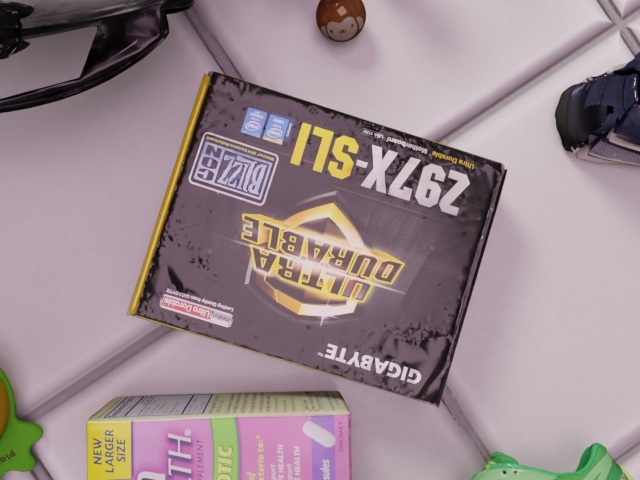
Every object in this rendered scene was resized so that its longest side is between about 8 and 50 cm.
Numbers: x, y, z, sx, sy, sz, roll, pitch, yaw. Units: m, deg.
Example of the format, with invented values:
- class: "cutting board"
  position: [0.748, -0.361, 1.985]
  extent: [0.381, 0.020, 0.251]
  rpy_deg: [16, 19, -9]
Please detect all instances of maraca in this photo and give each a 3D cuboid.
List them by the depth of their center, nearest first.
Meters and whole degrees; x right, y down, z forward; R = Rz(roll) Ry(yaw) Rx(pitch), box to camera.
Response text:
- class: "maraca"
  position: [-0.358, 0.174, 0.669]
  extent: [0.127, 0.099, 0.186]
  rpy_deg: [-37, 113, -12]

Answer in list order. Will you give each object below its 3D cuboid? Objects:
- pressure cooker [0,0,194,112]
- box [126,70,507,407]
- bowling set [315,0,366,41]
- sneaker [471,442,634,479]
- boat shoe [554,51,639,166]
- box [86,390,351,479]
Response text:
- class: "pressure cooker"
  position: [-0.306, -0.310, 0.536]
  extent: [0.369, 0.375, 0.421]
  rpy_deg: [-2, 107, 20]
- class: "box"
  position: [0.000, 0.000, 0.708]
  extent: [0.322, 0.079, 0.257]
  rpy_deg: [18, 85, -3]
- class: "bowling set"
  position: [0.032, -0.317, 0.683]
  extent: [0.287, 0.154, 0.200]
  rpy_deg: [-13, 88, -4]
- class: "sneaker"
  position: [0.178, 0.288, 0.707]
  extent: [0.295, 0.109, 0.124]
  rpy_deg: [-16, 66, -3]
- class: "boat shoe"
  position: [0.433, -0.125, 0.700]
  extent: [0.340, 0.158, 0.127]
  rpy_deg: [0, 88, -4]
- class: "box"
  position: [-0.092, 0.265, 0.670]
  extent: [0.242, 0.117, 0.214]
  rpy_deg: [0, 88, -3]
